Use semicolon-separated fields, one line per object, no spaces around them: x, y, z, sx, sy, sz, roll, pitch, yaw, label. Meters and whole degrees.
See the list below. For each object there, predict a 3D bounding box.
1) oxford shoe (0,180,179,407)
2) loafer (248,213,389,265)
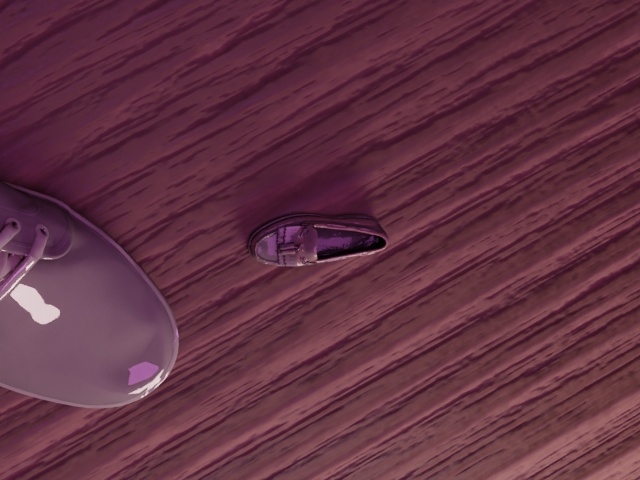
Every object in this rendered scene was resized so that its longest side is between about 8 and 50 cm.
-0.296;0.007;1.400;0.449;0.130;0.169;38;88;-26;oxford shoe
0.000;0.000;1.554;0.125;0.039;0.045;-7;108;-19;loafer
